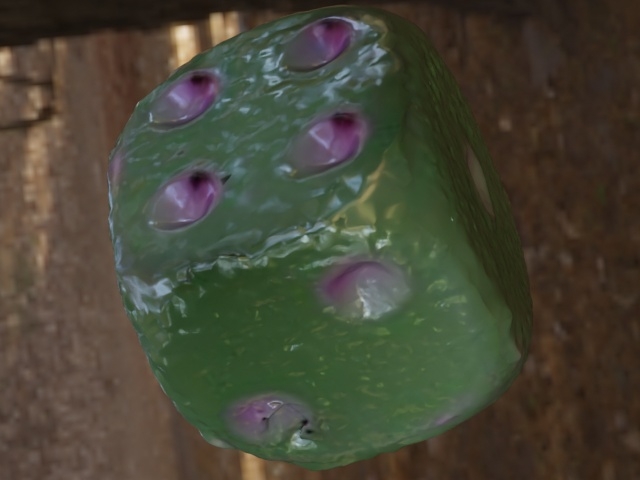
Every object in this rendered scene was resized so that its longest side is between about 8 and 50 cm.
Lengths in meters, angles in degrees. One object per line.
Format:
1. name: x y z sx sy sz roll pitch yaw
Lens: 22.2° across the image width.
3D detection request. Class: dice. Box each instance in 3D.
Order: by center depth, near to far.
1. dice: 0.000 0.000 1.528 0.322 0.330 0.318 -95 -21 -47
